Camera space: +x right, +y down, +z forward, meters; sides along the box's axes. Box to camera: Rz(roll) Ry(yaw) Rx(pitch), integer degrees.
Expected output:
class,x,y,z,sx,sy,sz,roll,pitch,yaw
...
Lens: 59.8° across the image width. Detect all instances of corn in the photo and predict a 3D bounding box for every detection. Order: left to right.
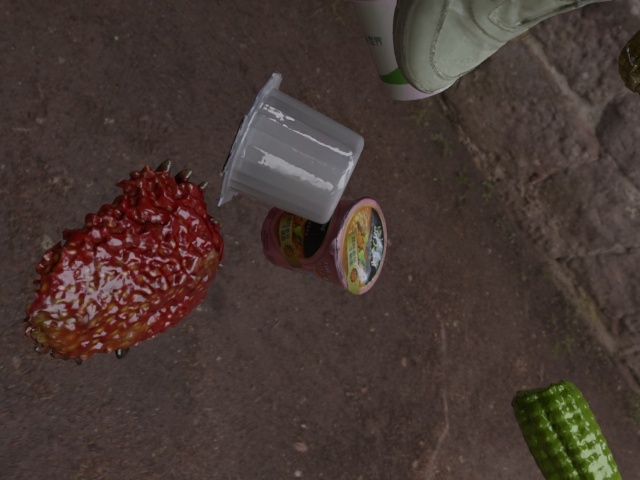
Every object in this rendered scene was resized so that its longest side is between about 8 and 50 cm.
class,x,y,z,sx,sy,sz,roll,pitch,yaw
corn,0.577,-0.329,0.941,0.106,0.106,0.305,55,47,-8

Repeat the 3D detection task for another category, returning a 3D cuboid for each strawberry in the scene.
class,x,y,z,sx,sy,sz,roll,pitch,yaw
strawberry,-0.217,0.053,0.715,0.306,0.138,0.233,-65,159,-50

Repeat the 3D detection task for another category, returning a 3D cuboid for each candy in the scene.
class,x,y,z,sx,sy,sz,roll,pitch,yaw
candy,0.328,0.283,0.714,0.097,0.097,0.209,-3,61,-42

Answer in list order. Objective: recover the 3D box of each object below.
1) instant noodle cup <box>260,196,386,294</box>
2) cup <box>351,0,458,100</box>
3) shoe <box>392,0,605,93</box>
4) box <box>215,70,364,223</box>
class,x,y,z,sx,sy,sz,roll,pitch,yaw
instant noodle cup,0.000,0.000,1.360,0.244,0.255,0.244,-16,110,-55
cup,0.211,-0.493,1.314,0.253,0.253,0.274,-57,138,-40
shoe,0.218,-0.284,0.568,0.132,0.342,0.210,20,27,-37
box,-0.052,-0.132,1.045,0.206,0.291,0.262,25,53,0
